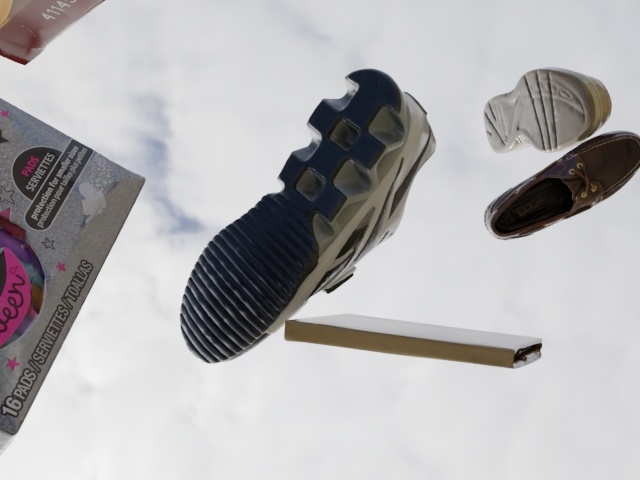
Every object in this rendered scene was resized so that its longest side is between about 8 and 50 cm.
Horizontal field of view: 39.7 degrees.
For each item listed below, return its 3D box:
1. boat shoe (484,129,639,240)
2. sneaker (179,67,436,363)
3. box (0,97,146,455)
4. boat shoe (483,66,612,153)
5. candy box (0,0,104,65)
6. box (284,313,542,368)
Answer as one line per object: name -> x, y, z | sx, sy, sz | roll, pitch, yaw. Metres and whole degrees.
boat shoe -> 0.289, -0.060, 1.040 | 0.207, 0.073, 0.073 | -33, -90, 11
sneaker -> 0.000, 0.000, 0.874 | 0.330, 0.122, 0.146 | -49, -33, 12
box -> -0.266, 0.040, 0.698 | 0.142, 0.163, 0.247 | 29, -130, -15
boat shoe -> 0.313, -0.171, 1.173 | 0.098, 0.302, 0.109 | -11, -88, -10
candy box -> -0.129, -0.272, 0.438 | 0.088, 0.183, 0.316 | 18, -119, -44
box -> 0.089, 0.090, 0.804 | 0.164, 0.201, 0.021 | 6, -91, -68
